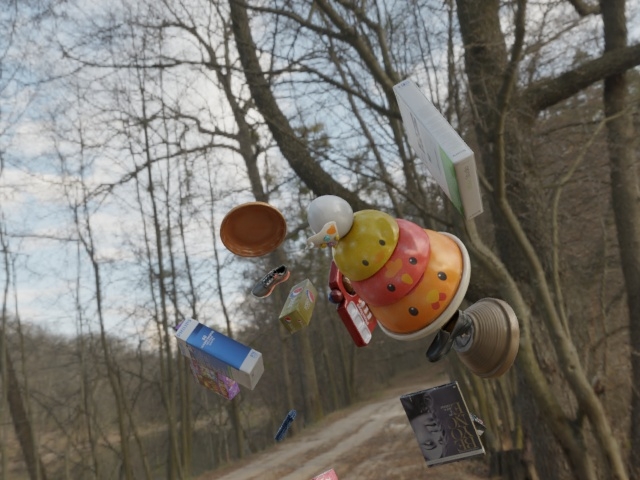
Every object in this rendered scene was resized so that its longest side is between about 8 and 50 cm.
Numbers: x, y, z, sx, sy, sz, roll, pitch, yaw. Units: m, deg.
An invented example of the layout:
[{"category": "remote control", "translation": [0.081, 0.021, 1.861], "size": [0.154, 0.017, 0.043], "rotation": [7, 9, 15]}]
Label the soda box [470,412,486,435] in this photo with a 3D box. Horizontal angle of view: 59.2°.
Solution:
[{"category": "soda box", "translation": [0.526, 0.718, 2.051], "size": [0.169, 0.060, 0.053], "rotation": [-54, 5, 7]}]

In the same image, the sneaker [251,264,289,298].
[{"category": "sneaker", "translation": [-0.173, 0.131, 1.905], "size": [0.158, 0.061, 0.065], "rotation": [-40, -27, -27]}]

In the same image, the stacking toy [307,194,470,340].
[{"category": "stacking toy", "translation": [0.146, 0.037, 1.563], "size": [0.479, 0.351, 0.350], "rotation": [33, -35, -28]}]

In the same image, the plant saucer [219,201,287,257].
[{"category": "plant saucer", "translation": [-0.201, -0.037, 1.673], "size": [0.199, 0.037, 0.200], "rotation": [-8, -51, -10]}]

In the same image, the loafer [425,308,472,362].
[{"category": "loafer", "translation": [0.346, 0.263, 1.568], "size": [0.061, 0.170, 0.062], "rotation": [47, -12, -32]}]

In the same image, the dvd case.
[{"category": "dvd case", "translation": [0.332, 0.505, 1.534], "size": [0.164, 0.221, 0.018], "rotation": [-21, 8, 18]}]

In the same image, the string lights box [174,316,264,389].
[{"category": "string lights box", "translation": [-0.302, 0.341, 1.691], "size": [0.259, 0.077, 0.133], "rotation": [24, -33, 14]}]

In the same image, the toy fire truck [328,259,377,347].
[{"category": "toy fire truck", "translation": [0.123, 0.202, 2.035], "size": [0.169, 0.302, 0.254], "rotation": [-21, 14, 29]}]

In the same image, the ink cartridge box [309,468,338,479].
[{"category": "ink cartridge box", "translation": [0.013, 0.838, 1.716], "size": [0.092, 0.218, 0.158], "rotation": [-7, -29, -44]}]

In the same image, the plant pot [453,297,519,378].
[{"category": "plant pot", "translation": [0.463, 0.281, 1.656], "size": [0.109, 0.238, 0.237], "rotation": [12, -21, -21]}]

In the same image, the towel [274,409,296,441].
[{"category": "towel", "translation": [-0.131, 0.709, 2.154], "size": [0.029, 0.120, 0.067], "rotation": [30, 9, 10]}]

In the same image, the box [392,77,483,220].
[{"category": "box", "translation": [0.297, -0.231, 1.421], "size": [0.058, 0.322, 0.232], "rotation": [-27, -38, 3]}]

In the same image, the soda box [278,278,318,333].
[{"category": "soda box", "translation": [-0.058, 0.180, 1.562], "size": [0.061, 0.058, 0.181], "rotation": [-30, 16, 20]}]

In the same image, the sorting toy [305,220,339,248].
[{"category": "sorting toy", "translation": [0.000, 0.000, 1.328], "size": [0.075, 0.045, 0.083], "rotation": [-16, -22, -15]}]

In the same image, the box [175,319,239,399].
[{"category": "box", "translation": [-0.429, 0.455, 2.139], "size": [0.200, 0.294, 0.057], "rotation": [14, 39, 34]}]
